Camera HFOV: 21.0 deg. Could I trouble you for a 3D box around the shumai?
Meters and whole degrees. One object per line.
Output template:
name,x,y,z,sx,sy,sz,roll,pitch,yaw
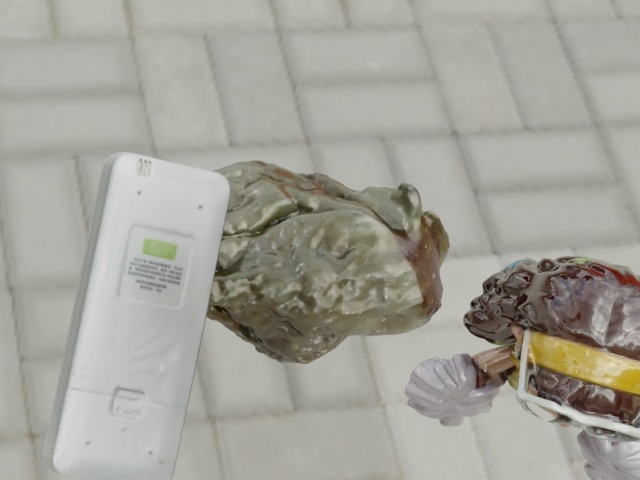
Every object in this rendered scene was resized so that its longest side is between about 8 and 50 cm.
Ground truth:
shumai,0.001,-0.002,1.483,0.218,0.185,0.184,28,42,-36

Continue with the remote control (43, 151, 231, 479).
remote control,-0.139,0.062,1.323,0.103,0.034,0.250,12,88,-24

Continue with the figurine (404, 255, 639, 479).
figurine,0.154,0.076,1.086,0.174,0.240,0.116,21,74,0
